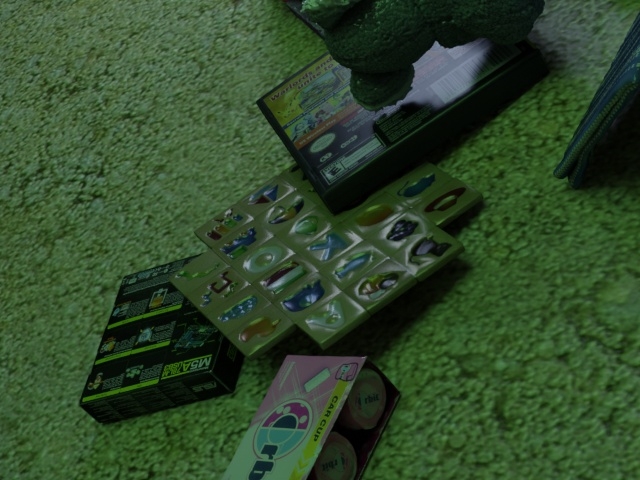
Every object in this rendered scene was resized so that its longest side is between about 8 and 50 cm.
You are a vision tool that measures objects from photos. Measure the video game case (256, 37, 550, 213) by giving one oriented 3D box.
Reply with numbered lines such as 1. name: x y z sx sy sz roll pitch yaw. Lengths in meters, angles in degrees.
1. video game case: 0.083 -0.168 2.006 0.275 0.035 0.248 -34 34 0

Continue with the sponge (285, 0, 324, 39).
1. sponge: 0.040 -0.288 2.215 0.117 0.031 0.210 -43 34 1

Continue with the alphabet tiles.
1. alphabet tiles: 0.000 0.000 1.897 0.285 0.011 0.342 -35 30 -11

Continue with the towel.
1. towel: 0.330 -0.223 1.719 0.336 0.040 0.243 -60 -3 -22

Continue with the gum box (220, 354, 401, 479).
1. gum box: -0.017 0.199 1.705 0.107 0.062 0.188 -2 51 45

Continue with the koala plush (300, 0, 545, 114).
1. koala plush: 0.097 -0.247 1.900 0.221 0.196 0.203 -31 44 -2

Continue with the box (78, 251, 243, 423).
1. box: -0.156 0.098 1.981 0.191 0.045 0.184 -17 44 33
